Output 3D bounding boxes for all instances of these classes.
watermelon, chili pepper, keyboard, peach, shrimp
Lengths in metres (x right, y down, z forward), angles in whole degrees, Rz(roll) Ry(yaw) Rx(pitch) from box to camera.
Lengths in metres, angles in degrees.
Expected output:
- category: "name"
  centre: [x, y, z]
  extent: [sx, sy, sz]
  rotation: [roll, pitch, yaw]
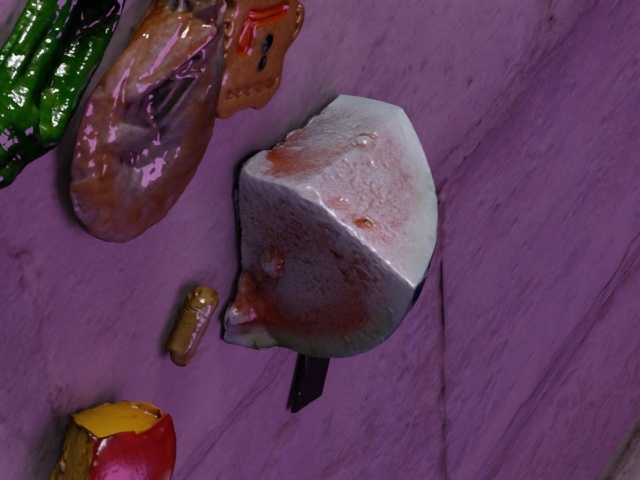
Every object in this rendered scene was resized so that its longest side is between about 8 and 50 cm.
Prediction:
- category: "watermelon"
  centre: [0.000, 0.000, 1.796]
  extent: [0.213, 0.289, 0.320]
  rotation: [31, 97, -36]
- category: "chili pepper"
  centre: [-0.227, -0.128, 1.364]
  extent: [0.257, 0.074, 0.100]
  rotation: [-62, 158, -21]
- category: "keyboard"
  centre: [-0.001, 0.115, 2.102]
  extent: [0.074, 0.015, 0.197]
  rotation: [-32, 139, -57]
- category: "peach"
  centre: [-0.203, 0.226, 1.688]
  extent: [0.118, 0.151, 0.151]
  rotation: [16, 101, -21]
- category: "shrimp"
  centre: [-0.147, -0.136, 1.511]
  extent: [0.168, 0.077, 0.317]
  rotation: [-28, 138, -50]

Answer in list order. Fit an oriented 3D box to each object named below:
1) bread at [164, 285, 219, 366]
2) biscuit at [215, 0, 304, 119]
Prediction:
- category: "bread"
  centre: [-0.133, 0.087, 1.784]
  extent: [0.088, 0.033, 0.049]
  rotation: [-65, 170, 7]
- category: "biscuit"
  centre: [-0.057, -0.226, 1.656]
  extent: [0.166, 0.036, 0.226]
  rotation: [-20, 129, -56]
